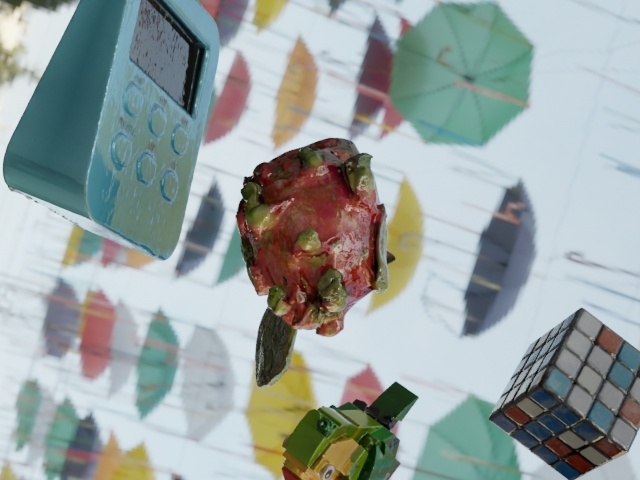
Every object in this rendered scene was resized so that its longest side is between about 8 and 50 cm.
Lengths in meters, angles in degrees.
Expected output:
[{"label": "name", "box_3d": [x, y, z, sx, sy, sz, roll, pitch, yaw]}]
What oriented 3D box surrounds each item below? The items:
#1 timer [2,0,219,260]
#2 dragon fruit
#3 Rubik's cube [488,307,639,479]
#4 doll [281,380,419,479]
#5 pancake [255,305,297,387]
[{"label": "timer", "box_3d": [-0.166, -0.125, 1.202, 0.250, 0.091, 0.232, -68, 161, -6]}, {"label": "dragon fruit", "box_3d": [0.000, 0.000, 1.202, 0.166, 0.160, 0.172, -50, -133, 48]}, {"label": "Rubik's cube", "box_3d": [0.215, 0.130, 1.087, 0.092, 0.092, 0.092, -54, -178, -33]}, {"label": "doll", "box_3d": [0.029, 0.241, 1.538, 0.106, 0.186, 0.134, 35, -71, 32]}, {"label": "pancake", "box_3d": [-0.046, 0.102, 1.337, 0.108, 0.017, 0.108, -165, -90, -72]}]
